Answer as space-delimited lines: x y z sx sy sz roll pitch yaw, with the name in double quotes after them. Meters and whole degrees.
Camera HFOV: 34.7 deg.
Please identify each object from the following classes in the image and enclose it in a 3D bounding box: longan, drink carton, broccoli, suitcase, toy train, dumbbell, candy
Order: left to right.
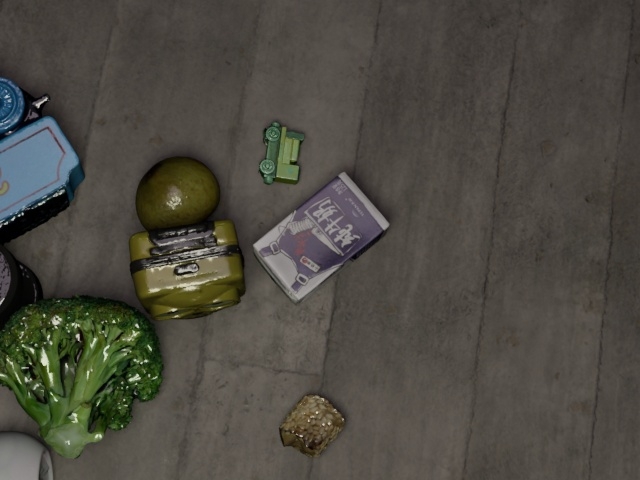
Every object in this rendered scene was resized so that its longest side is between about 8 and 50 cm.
-0.571 0.087 1.754 0.153 0.218 0.152 1 77 -3 "dumbbell"
-0.584 -0.131 1.825 0.300 0.188 0.265 -32 86 -12 "toy train"
-0.400 0.215 1.706 0.308 0.307 0.275 -6 40 -4 "broccoli"
-0.251 -0.068 1.850 0.155 0.145 0.176 -32 117 9 "longan"
-0.225 0.058 1.769 0.194 0.235 0.143 -10 78 -5 "suitcase"
-0.074 -0.160 1.920 0.081 0.050 0.122 9 77 -5 "toy train"
-0.016 0.327 1.801 0.095 0.085 0.110 33 68 11 "candy"
-0.001 0.000 1.865 0.222 0.102 0.134 -39 85 -8 "drink carton"

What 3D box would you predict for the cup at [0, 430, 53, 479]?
-0.611 0.423 1.686 0.318 0.212 0.212 -2 78 -5 "cup"
